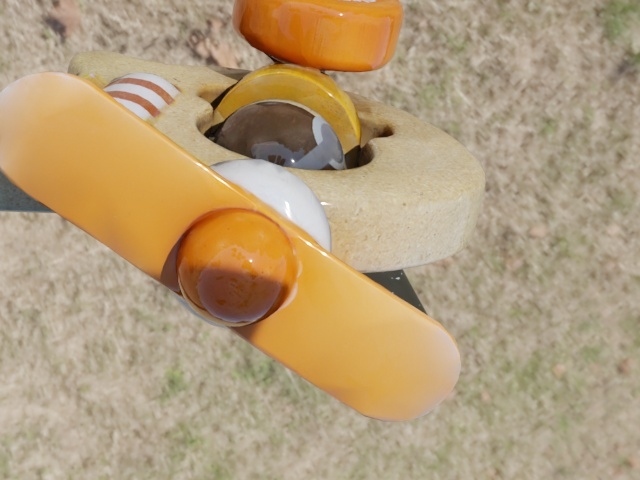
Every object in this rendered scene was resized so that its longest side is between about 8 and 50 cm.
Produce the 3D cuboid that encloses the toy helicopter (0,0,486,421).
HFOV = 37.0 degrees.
[{"bbox_3d":[-0.091,-0.025,0.382,0.355,0.235,0.140,0,119,-25],"label":"toy helicopter"}]

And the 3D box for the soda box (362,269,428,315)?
[{"bbox_3d":[0.000,0.000,0.593,0.060,0.169,0.053,10,130,-39],"label":"soda box"}]
